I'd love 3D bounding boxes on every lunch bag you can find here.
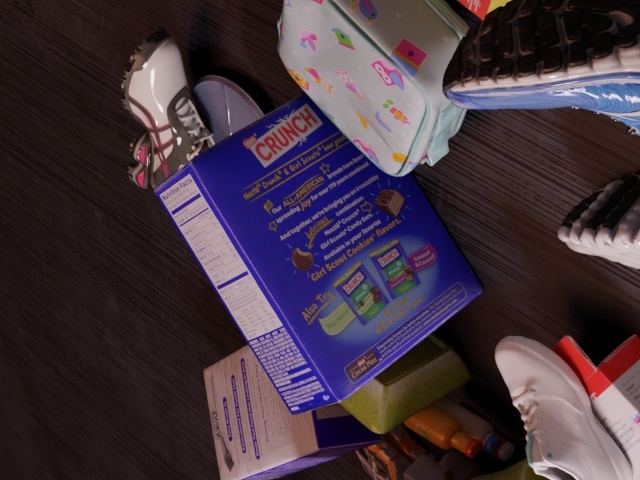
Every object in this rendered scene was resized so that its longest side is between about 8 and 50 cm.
[{"bbox_3d":[0.065,-0.189,1.475,0.224,0.108,0.279,43,167,7],"label":"lunch bag"}]

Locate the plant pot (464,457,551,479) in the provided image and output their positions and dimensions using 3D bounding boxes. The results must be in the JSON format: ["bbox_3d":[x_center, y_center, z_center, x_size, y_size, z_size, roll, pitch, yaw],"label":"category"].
[{"bbox_3d":[0.183,0.445,1.679,0.353,0.366,0.366,-37,87,26],"label":"plant pot"}]

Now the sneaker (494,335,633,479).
[{"bbox_3d":[0.246,0.203,1.502,0.212,0.094,0.080,54,150,5],"label":"sneaker"}]

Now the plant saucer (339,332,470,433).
[{"bbox_3d":[0.071,0.137,1.747,0.188,0.188,0.045,38,132,27],"label":"plant saucer"}]

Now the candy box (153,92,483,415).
[{"bbox_3d":[0.000,0.000,1.635,0.122,0.268,0.317,-26,95,54],"label":"candy box"}]

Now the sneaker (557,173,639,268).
[{"bbox_3d":[0.351,0.004,1.334,0.292,0.110,0.118,3,130,52],"label":"sneaker"}]

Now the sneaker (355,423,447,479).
[{"bbox_3d":[0.112,0.325,1.956,0.215,0.084,0.083,56,149,21],"label":"sneaker"}]

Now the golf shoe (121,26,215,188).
[{"bbox_3d":[-0.192,-0.166,1.867,0.120,0.105,0.272,26,144,20],"label":"golf shoe"}]

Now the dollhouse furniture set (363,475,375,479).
[{"bbox_3d":[-0.014,0.493,2.074,0.303,0.286,0.198,-14,107,44],"label":"dollhouse furniture set"}]

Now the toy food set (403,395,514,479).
[{"bbox_3d":[0.182,0.288,1.795,0.104,0.111,0.232,30,144,34],"label":"toy food set"}]

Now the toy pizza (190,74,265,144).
[{"bbox_3d":[-0.108,-0.133,1.880,0.201,0.032,0.201,34,141,34],"label":"toy pizza"}]

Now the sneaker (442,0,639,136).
[{"bbox_3d":[0.268,-0.134,1.211,0.330,0.129,0.147,0,134,20],"label":"sneaker"}]

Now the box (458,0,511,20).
[{"bbox_3d":[0.171,-0.261,1.348,0.232,0.087,0.058,42,145,20],"label":"box"}]

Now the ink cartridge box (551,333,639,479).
[{"bbox_3d":[0.343,0.199,1.532,0.231,0.078,0.134,49,147,12],"label":"ink cartridge box"}]

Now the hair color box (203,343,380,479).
[{"bbox_3d":[-0.049,0.235,2.005,0.339,0.110,0.185,-32,65,57],"label":"hair color box"}]
